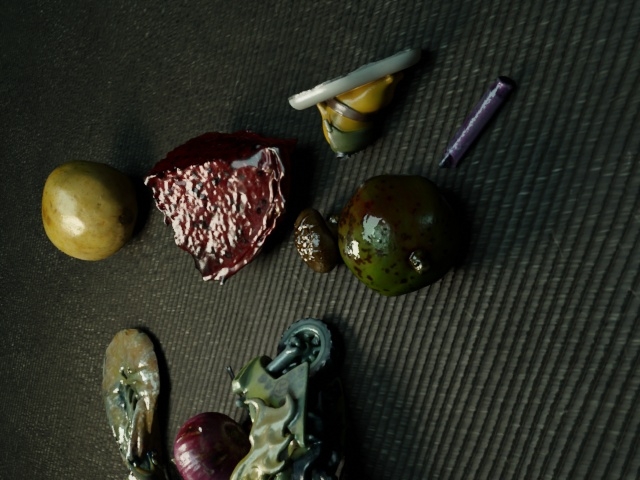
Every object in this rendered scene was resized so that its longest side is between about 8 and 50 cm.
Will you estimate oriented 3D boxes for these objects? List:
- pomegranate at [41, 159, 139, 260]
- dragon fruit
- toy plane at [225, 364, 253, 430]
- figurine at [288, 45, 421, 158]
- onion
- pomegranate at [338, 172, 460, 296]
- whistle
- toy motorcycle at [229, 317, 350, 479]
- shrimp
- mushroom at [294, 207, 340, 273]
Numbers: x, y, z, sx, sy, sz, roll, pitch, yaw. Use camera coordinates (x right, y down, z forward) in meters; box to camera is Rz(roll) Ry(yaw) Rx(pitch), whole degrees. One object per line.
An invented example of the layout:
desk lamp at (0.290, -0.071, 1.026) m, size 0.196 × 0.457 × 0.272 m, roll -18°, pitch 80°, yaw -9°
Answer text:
pomegranate at (-0.592, -0.077, 1.992) m, size 0.260 × 0.260 × 0.261 m, roll -3°, pitch 86°, yaw 48°
dragon fruit at (-0.144, -0.100, 1.607) m, size 0.329 × 0.228 × 0.286 m, roll -18°, pitch 107°, yaw 27°
toy plane at (-0.148, 0.321, 1.606) m, size 0.037 × 0.060 × 0.145 m, roll -15°, pitch 92°, yaw 47°
figurine at (0.079, -0.228, 1.340) m, size 0.249 × 0.166 × 0.141 m, roll -16°, pitch 99°, yaw 34°
onion at (-0.219, 0.442, 1.591) m, size 0.177 × 0.177 × 0.154 m, roll 30°, pitch 100°, yaw 45°
pomegranate at (0.129, -0.029, 1.241) m, size 0.198 × 0.198 × 0.246 m, roll -37°, pitch 22°, yaw 41°
whistle at (0.242, -0.181, 1.211) m, size 0.176 × 0.033 × 0.033 m, roll -55°, pitch 51°, yaw 31°
toy motorcycle at (-0.060, 0.346, 1.396) m, size 0.236 × 0.168 × 0.410 m, roll -26°, pitch 50°, yaw 30°
shrimp at (-0.450, 0.419, 1.919) m, size 0.221 × 0.109 × 0.446 m, roll -40°, pitch 55°, yaw 30°
mushroom at (-0.007, 0.000, 1.442) m, size 0.109 × 0.084 × 0.126 m, roll -60°, pitch 41°, yaw 28°
